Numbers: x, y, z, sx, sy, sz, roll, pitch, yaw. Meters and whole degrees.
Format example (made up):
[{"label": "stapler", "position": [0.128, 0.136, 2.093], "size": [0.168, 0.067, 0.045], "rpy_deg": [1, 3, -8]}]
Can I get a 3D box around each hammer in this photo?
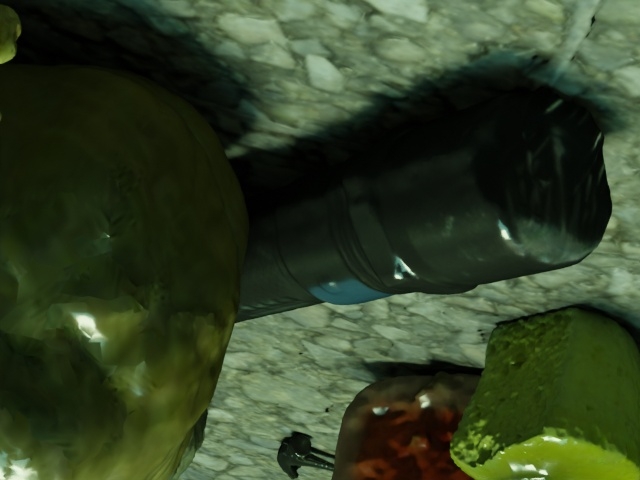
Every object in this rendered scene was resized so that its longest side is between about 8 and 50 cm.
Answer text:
[{"label": "hammer", "position": [0.056, 0.215, 1.667], "size": [0.201, 0.021, 0.078], "rpy_deg": [20, 156, -10]}]

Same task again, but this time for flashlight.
[{"label": "flashlight", "position": [0.000, 0.000, 1.140], "size": [0.103, 0.103, 0.424], "rpy_deg": [28, 155, -29]}]

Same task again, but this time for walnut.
[{"label": "walnut", "position": [-0.188, 0.033, 1.077], "size": [0.282, 0.277, 0.253], "rpy_deg": [9, -169, 29]}]

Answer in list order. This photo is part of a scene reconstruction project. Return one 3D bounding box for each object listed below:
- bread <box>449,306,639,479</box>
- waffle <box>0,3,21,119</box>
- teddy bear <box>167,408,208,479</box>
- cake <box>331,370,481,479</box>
[{"label": "bread", "position": [0.160, 0.117, 1.265], "size": [0.111, 0.114, 0.129], "rpy_deg": [30, 152, -33]}, {"label": "waffle", "position": [-0.234, -0.089, 0.953], "size": [0.192, 0.160, 0.046], "rpy_deg": [-7, 171, 21]}, {"label": "teddy bear", "position": [-0.265, 0.183, 1.562], "size": [0.367, 0.224, 0.357], "rpy_deg": [-3, 170, 33]}, {"label": "cake", "position": [0.164, 0.245, 1.400], "size": [0.309, 0.237, 0.230], "rpy_deg": [3, 154, 23]}]
